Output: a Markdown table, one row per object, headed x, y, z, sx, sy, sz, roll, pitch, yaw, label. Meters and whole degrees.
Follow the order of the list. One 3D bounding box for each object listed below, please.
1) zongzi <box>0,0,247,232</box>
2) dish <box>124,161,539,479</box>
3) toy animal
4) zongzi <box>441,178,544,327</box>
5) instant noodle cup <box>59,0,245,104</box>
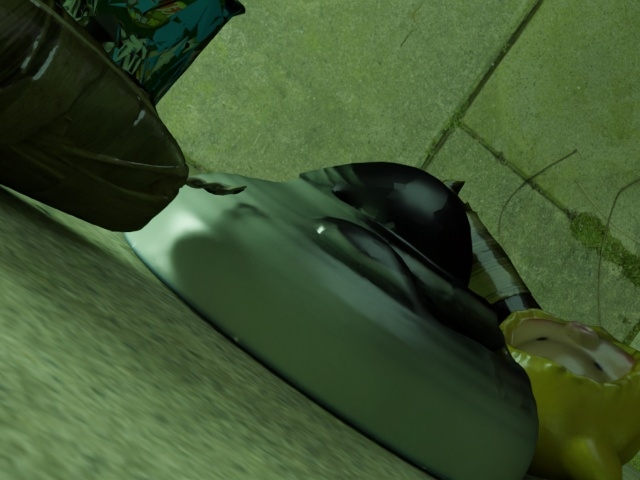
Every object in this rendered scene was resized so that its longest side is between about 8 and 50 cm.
| x | y | z | sx | sy | sz | roll | pitch | yaw | label |
| --- | --- | --- | --- | --- | --- | --- | --- | --- | --- |
| -0.118 | -0.035 | 0.455 | 0.189 | 0.081 | 0.178 | 45 | 15 | -23 | zongzi |
| 0.034 | 0.020 | 0.631 | 0.273 | 0.133 | 0.273 | 35 | 2 | -1 | dish |
| 0.193 | 0.130 | 0.861 | 0.156 | 0.156 | 0.230 | 35 | 11 | 22 | toy animal |
| 0.156 | 0.112 | 1.326 | 0.285 | 0.134 | 0.288 | 61 | -29 | 25 | zongzi |
| -0.200 | -0.176 | 0.837 | 0.240 | 0.178 | 0.240 | 35 | 1 | -1 | instant noodle cup |
